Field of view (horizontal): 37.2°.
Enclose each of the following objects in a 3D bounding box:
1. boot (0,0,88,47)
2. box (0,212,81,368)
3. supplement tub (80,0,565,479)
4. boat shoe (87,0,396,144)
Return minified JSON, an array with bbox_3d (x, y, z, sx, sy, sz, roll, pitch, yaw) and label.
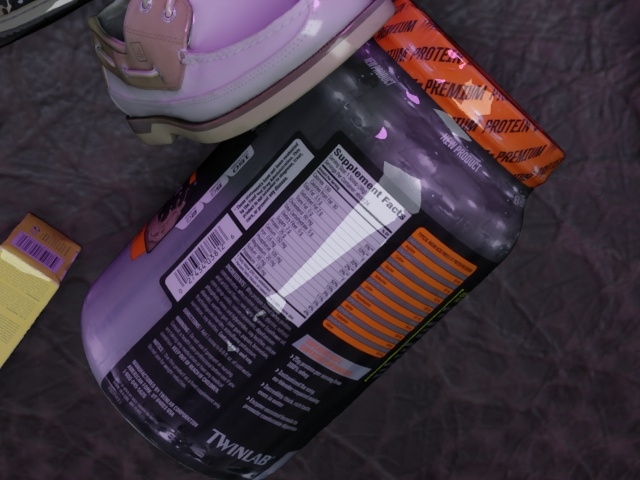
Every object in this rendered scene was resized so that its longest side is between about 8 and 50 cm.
[{"bbox_3d":[-0.248,-0.232,0.677,0.236,0.085,0.178,-24,106,7],"label":"boot"},{"bbox_3d":[-0.293,0.091,0.799,0.058,0.087,0.232,36,108,-13],"label":"box"},{"bbox_3d":[0.000,0.000,0.702,0.207,0.207,0.338,41,105,-15],"label":"supplement tub"},{"bbox_3d":[-0.076,-0.132,0.617,0.113,0.302,0.103,-46,112,-27],"label":"boat shoe"}]
